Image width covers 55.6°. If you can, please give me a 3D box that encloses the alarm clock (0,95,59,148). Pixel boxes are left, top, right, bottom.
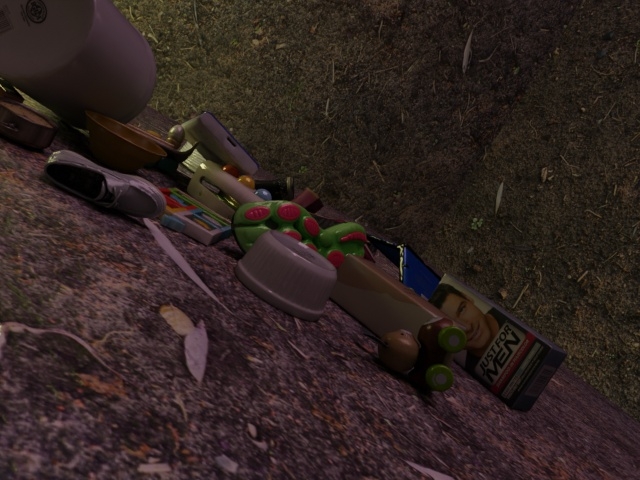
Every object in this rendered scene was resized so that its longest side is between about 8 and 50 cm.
[{"bbox_3d":[-0.606,-0.233,1.222,0.129,0.064,0.192,29,6,-15],"label":"alarm clock"}]

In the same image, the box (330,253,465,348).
[{"bbox_3d":[0.176,0.169,1.466,0.311,0.121,0.148,36,8,30],"label":"box"}]

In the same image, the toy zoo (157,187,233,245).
[{"bbox_3d":[-0.307,-0.059,1.395,0.192,0.030,0.293,32,7,2],"label":"toy zoo"}]

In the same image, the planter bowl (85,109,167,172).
[{"bbox_3d":[-0.499,-0.229,1.504,0.217,0.090,0.217,31,7,-4],"label":"planter bowl"}]

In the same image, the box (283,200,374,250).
[{"bbox_3d":[0.025,-0.025,2.127,0.318,0.097,0.395,26,5,12],"label":"box"}]

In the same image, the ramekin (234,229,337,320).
[{"bbox_3d":[-0.064,0.065,1.258,0.207,0.109,0.207,30,8,-4],"label":"ramekin"}]

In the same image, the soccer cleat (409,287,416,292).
[{"bbox_3d":[0.236,0.155,1.809,0.179,0.072,0.060,47,1,-14],"label":"soccer cleat"}]

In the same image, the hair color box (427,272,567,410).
[{"bbox_3d":[0.446,0.267,1.645,0.113,0.185,0.374,23,11,-44],"label":"hair color box"}]

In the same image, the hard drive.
[{"bbox_3d":[-0.308,-0.278,1.798,0.210,0.040,0.318,47,-14,-20],"label":"hard drive"}]

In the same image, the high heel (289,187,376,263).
[{"bbox_3d":[0.000,0.000,1.828,0.377,0.181,0.127,44,-8,40],"label":"high heel"}]

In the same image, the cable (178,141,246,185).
[{"bbox_3d":[-0.388,-0.268,2.181,0.257,0.089,0.257,29,8,-13],"label":"cable"}]

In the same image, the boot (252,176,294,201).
[{"bbox_3d":[-0.187,-0.153,2.169,0.178,0.085,0.236,0,-26,-8],"label":"boot"}]

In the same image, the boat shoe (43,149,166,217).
[{"bbox_3d":[-0.401,-0.093,1.127,0.227,0.079,0.081,24,19,-15],"label":"boat shoe"}]

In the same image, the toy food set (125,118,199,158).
[{"bbox_3d":[-0.522,-0.335,1.831,0.306,0.092,0.220,26,-8,-16],"label":"toy food set"}]

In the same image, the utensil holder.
[{"bbox_3d":[-0.619,-0.477,1.494,0.327,0.327,0.385,32,-3,4],"label":"utensil holder"}]

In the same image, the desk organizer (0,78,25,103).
[{"bbox_3d":[-0.739,-0.336,1.414,0.130,0.050,0.047,38,10,40],"label":"desk organizer"}]

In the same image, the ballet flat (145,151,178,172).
[{"bbox_3d":[-0.481,-0.241,1.741,0.074,0.074,0.203,33,2,15],"label":"ballet flat"}]

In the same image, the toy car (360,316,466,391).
[{"bbox_3d":[0.172,0.206,1.215,0.188,0.149,0.155,19,-4,0],"label":"toy car"}]

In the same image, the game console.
[{"bbox_3d":[0.275,0.127,2.029,0.173,0.250,0.293,-14,-35,31],"label":"game console"}]

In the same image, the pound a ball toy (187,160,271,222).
[{"bbox_3d":[-0.221,-0.120,1.721,0.319,0.136,0.208,38,10,37],"label":"pound a ball toy"}]

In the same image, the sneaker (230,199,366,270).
[{"bbox_3d":[-0.068,0.009,1.533,0.202,0.185,0.483,4,-7,34],"label":"sneaker"}]
